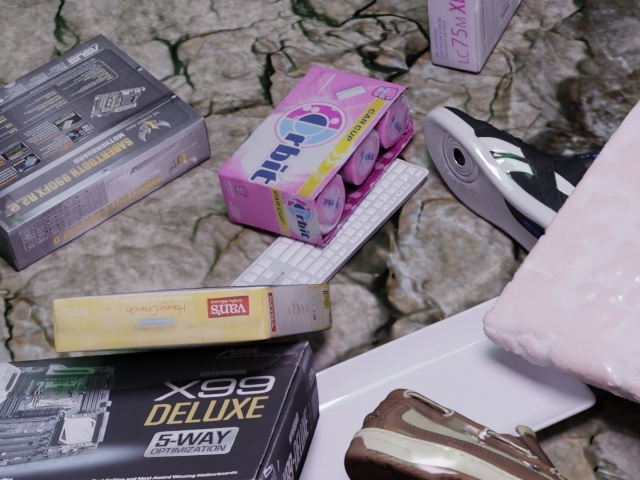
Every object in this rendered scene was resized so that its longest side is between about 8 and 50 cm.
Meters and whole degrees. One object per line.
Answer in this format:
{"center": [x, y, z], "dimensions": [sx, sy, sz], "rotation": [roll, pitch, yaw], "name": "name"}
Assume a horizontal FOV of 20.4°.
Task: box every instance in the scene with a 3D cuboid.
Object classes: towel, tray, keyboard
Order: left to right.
{"center": [0.000, 0.000, 1.652], "dimensions": [0.072, 0.014, 0.256], "rotation": [26, 54, 27], "name": "keyboard"}
{"center": [0.080, 0.145, 1.492], "dimensions": [0.270, 0.030, 0.145], "rotation": [-22, 49, -15], "name": "tray"}
{"center": [0.349, 0.018, 1.471], "dimensions": [0.332, 0.053, 0.317], "rotation": [21, 63, 35], "name": "towel"}

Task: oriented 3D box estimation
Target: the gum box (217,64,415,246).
{"center": [0.001, -0.087, 1.692], "dimensions": [0.107, 0.062, 0.188], "rotation": [15, 48, 29], "name": "gum box"}

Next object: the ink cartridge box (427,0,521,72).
{"center": [0.192, -0.341, 1.842], "dimensions": [0.065, 0.185, 0.311], "rotation": [16, 49, 23], "name": "ink cartridge box"}

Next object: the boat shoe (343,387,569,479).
{"center": [0.152, 0.184, 1.384], "dimensions": [0.257, 0.095, 0.095], "rotation": [24, 55, 10], "name": "boat shoe"}

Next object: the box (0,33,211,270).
{"center": [-0.252, -0.092, 1.736], "dimensions": [0.231, 0.056, 0.183], "rotation": [-33, 52, -24], "name": "box"}

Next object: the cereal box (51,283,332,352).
{"center": [-0.098, 0.062, 1.455], "dimensions": [0.173, 0.240, 0.047], "rotation": [-4, 87, 11], "name": "cereal box"}

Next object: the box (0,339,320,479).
{"center": [-0.168, 0.168, 1.377], "dimensions": [0.308, 0.076, 0.242], "rotation": [-5, 21, 12], "name": "box"}

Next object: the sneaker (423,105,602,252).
{"center": [0.203, -0.064, 1.657], "dimensions": [0.121, 0.079, 0.217], "rotation": [-29, 58, -25], "name": "sneaker"}
